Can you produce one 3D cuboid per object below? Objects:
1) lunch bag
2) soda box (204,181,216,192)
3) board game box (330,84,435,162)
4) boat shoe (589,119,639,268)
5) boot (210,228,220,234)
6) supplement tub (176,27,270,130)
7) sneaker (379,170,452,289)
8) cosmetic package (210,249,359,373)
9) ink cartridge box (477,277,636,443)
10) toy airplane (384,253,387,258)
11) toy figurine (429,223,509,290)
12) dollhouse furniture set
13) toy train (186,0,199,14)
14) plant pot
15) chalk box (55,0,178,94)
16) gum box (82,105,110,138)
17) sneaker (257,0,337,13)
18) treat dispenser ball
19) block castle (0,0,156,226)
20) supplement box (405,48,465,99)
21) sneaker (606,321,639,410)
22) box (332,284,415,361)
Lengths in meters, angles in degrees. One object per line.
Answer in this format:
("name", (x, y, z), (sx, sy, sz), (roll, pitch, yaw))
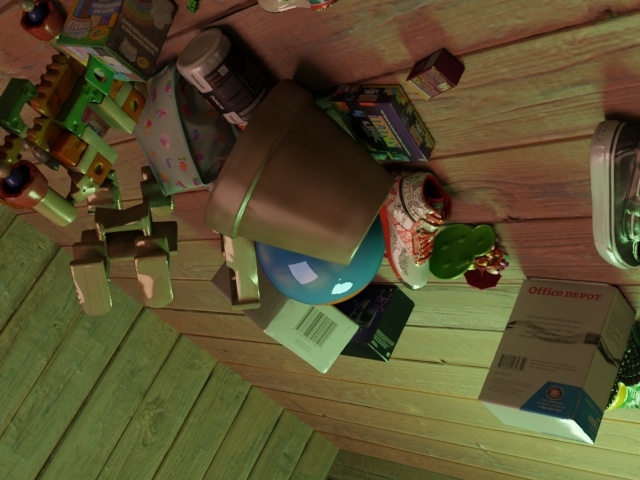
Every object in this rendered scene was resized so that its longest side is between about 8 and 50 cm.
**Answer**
("lunch bag", (-0.297, -0.248, 1.912), (0.223, 0.160, 0.262), (-8, 107, 56))
("soda box", (-0.238, -0.139, 2.209), (0.183, 0.063, 0.058), (40, 155, -25))
("board game box", (0.118, -0.218, 1.650), (0.141, 0.048, 0.170), (10, 151, 41))
("boat shoe", (0.519, -0.055, 1.440), (0.119, 0.121, 0.335), (17, 154, 35))
("boot", (-0.223, -0.108, 2.143), (0.190, 0.076, 0.208), (35, 133, -16))
("supplement tub", (-0.177, -0.307, 1.706), (0.117, 0.117, 0.190), (4, 147, 45))
("sneaker", (0.208, -0.017, 1.815), (0.145, 0.090, 0.270), (-1, 114, 44))
("cosmetic package", (-0.110, 0.171, 2.411), (0.230, 0.161, 0.453), (39, 176, -27))
("ink cartridge box", (0.503, 0.247, 1.866), (0.223, 0.307, 0.129), (3, 149, 45))
("toy airplane", (0.171, 0.035, 2.158), (0.151, 0.028, 0.151), (23, 158, 10))
("toy figurine", (0.347, 0.044, 1.913), (0.173, 0.130, 0.159), (-26, 141, 34))
("dollhouse furniture set", (-0.349, 0.025, 2.037), (0.394, 0.362, 0.256), (-6, 127, -5))
("toy train", (-0.233, -0.442, 1.612), (0.024, 0.017, 0.083), (39, 157, -1))
("plant pot", (-0.021, -0.103, 1.684), (0.280, 0.323, 0.323), (29, 158, 2))
("chalk box", (-0.385, -0.379, 1.636), (0.132, 0.213, 0.132), (13, 165, 32))
("gum box", (-0.595, -0.297, 2.222), (0.188, 0.107, 0.062), (0, 144, 50))
("sneaker", (-0.042, -0.414, 1.421), (0.161, 0.057, 0.075), (11, 135, 39))
("treat dispenser ball", (0.000, 0.000, 1.937), (0.288, 0.288, 0.288), (24, 157, 11))
("block castle", (-0.565, -0.274, 1.793), (0.303, 0.453, 0.213), (15, 161, 30))
("supplement box", (0.188, -0.273, 1.454), (0.055, 0.043, 0.083), (37, 157, -20))
("sneaker", (0.732, 0.278, 1.951), (0.146, 0.134, 0.343), (2, 152, -2))
("box", (0.106, 0.220, 2.427), (0.261, 0.184, 0.103), (0, 142, 49))
